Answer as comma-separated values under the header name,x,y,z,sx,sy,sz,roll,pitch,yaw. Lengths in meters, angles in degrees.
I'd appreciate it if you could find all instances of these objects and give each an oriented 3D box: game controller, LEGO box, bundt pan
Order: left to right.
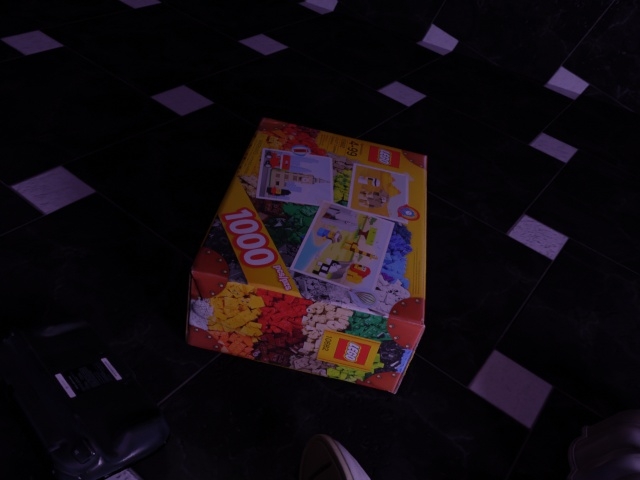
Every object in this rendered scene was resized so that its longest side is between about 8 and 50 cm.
name,x,y,z,sx,sy,sz,roll,pitch,yaw
game controller,-0.357,0.217,0.855,0.167,0.067,0.319,-6,32,-47
LEGO box,0.000,0.000,1.126,0.373,0.193,0.500,13,40,-1
bundt pan,0.535,0.383,0.844,0.331,0.124,0.330,18,39,-15

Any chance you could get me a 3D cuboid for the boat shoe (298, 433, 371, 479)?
name,x,y,z,sx,sy,sz,roll,pitch,yaw
boat shoe,0.063,0.394,0.771,0.103,0.113,0.302,17,29,-35
